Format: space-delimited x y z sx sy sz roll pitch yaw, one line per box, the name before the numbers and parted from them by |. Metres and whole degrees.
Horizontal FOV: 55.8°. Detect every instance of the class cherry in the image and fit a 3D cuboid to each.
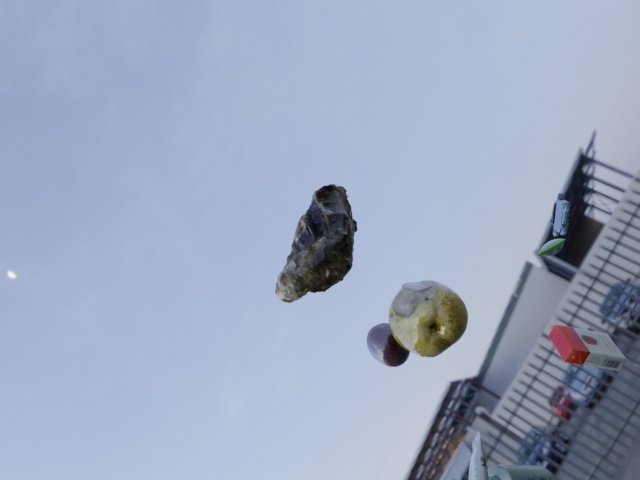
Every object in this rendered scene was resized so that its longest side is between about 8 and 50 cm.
cherry | 0.241 0.370 2.148 0.140 0.176 0.176 -44 -26 1

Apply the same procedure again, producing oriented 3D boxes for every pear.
pear | 0.354 0.258 1.983 0.271 0.271 0.271 -42 -30 -31

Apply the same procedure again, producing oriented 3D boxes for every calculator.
calculator | 0.510 -0.053 1.288 0.141 0.019 0.094 -38 -47 -76

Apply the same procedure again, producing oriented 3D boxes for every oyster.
oyster | -0.006 -0.002 1.366 0.094 0.166 0.294 63 -148 -70

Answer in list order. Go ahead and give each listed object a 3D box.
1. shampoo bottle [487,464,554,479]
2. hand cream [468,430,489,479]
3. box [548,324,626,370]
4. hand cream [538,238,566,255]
shampoo bottle | 0.470 0.589 1.466 0.262 0.085 0.085 19 -78 -40
hand cream | 0.288 0.470 1.095 0.080 0.050 0.234 90 -173 -47
box | 0.652 0.262 1.482 0.100 0.152 0.048 -100 21 -62
hand cream | 0.740 0.024 1.931 0.095 0.046 0.175 -32 -11 18
